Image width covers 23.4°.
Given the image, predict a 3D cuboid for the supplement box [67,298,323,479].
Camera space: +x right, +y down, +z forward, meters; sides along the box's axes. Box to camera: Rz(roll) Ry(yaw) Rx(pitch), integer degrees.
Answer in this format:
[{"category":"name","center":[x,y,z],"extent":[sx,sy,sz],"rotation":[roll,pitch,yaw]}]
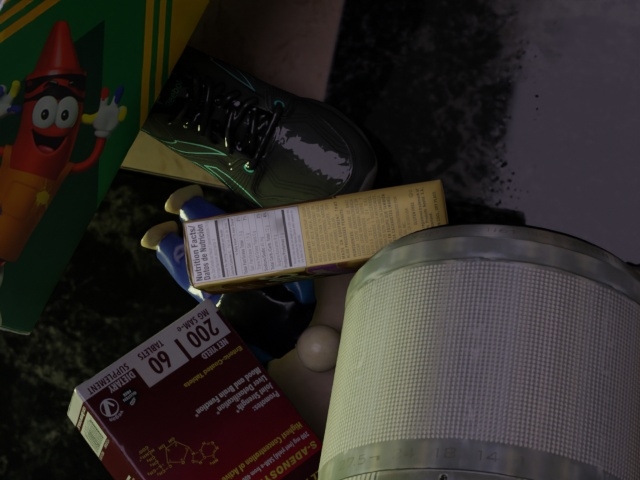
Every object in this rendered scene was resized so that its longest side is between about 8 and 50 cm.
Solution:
[{"category":"supplement box","center":[-0.065,0.178,1.144],"extent":[0.130,0.073,0.239],"rotation":[-35,80,-25]}]

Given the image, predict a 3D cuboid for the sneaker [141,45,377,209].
[{"category":"sneaker","center":[-0.082,-0.091,1.211],"extent":[0.267,0.106,0.101],"rotation":[25,94,22]}]

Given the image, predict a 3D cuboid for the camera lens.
[{"category":"camera lens","center":[0.110,0.142,1.007],"extent":[0.219,0.219,0.274],"rotation":[-3,59,23]}]

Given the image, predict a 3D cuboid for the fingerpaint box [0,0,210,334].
[{"category":"fingerpaint box","center":[-0.293,-0.199,1.205],"extent":[0.445,0.163,0.371],"rotation":[36,100,45]}]

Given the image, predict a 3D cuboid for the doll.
[{"category":"doll","center":[-0.054,0.035,1.217],"extent":[0.189,0.046,0.129],"rotation":[42,108,20]}]

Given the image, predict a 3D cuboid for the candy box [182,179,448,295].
[{"category":"candy box","center":[0.000,0.000,1.129],"extent":[0.186,0.109,0.053],"rotation":[-8,85,4]}]
